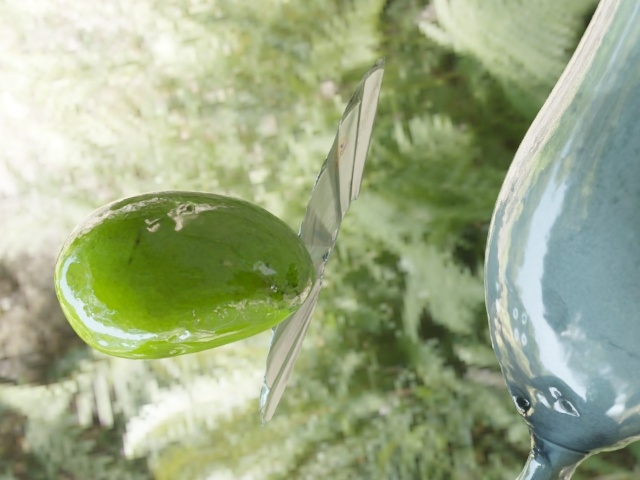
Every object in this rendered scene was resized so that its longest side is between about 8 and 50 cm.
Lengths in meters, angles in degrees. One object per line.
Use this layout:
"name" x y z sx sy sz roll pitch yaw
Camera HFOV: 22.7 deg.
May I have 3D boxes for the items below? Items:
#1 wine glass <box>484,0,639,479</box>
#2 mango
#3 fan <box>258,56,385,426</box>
"wine glass" 0.094 0.009 0.481 0.093 0.093 0.202 -53 -18 -78
"mango" -0.056 0.013 0.664 0.056 0.108 0.073 95 178 -53
"fan" 0.000 0.000 0.954 0.131 0.009 0.240 21 -93 -78
